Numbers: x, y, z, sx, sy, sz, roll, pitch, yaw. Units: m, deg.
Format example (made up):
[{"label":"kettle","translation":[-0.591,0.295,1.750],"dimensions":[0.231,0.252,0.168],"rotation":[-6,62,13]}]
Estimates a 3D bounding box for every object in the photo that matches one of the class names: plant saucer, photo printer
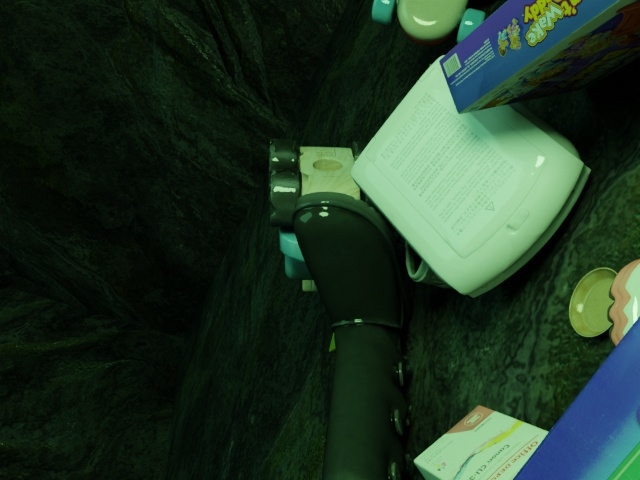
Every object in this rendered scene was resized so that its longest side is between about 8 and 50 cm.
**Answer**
[{"label":"plant saucer","translation":[0.321,0.073,0.769],"dimensions":[0.083,0.015,0.083],"rotation":[-56,22,38]},{"label":"photo printer","translation":[0.209,-0.090,0.959],"dimensions":[0.256,0.107,0.307],"rotation":[-52,49,17]}]

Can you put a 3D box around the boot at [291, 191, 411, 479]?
[{"label":"boot","translation":[0.042,0.200,0.995],"dimensions":[0.146,0.367,0.445],"rotation":[-10,48,26]}]

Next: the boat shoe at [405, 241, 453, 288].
[{"label":"boat shoe","translation":[0.180,-0.080,1.110],"dimensions":[0.118,0.103,0.320],"rotation":[-23,63,51]}]

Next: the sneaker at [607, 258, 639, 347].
[{"label":"sneaker","translation":[0.314,0.141,0.548],"dimensions":[0.136,0.116,0.314],"rotation":[-34,40,57]}]

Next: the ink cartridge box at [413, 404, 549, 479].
[{"label":"ink cartridge box","translation":[0.204,0.261,0.744],"dimensions":[0.115,0.067,0.198],"rotation":[-35,9,-17]}]

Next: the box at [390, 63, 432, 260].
[{"label":"box","translation":[0.190,-0.161,1.349],"dimensions":[0.296,0.073,0.293],"rotation":[-92,26,-49]}]

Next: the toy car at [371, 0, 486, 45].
[{"label":"toy car","translation":[0.248,-0.490,1.408],"dimensions":[0.238,0.219,0.210],"rotation":[19,-89,-78]}]

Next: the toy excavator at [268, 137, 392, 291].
[{"label":"toy excavator","translation":[0.000,0.000,1.400],"dimensions":[0.433,0.222,0.445],"rotation":[-96,9,-60]}]

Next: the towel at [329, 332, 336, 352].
[{"label":"towel","translation":[0.082,0.170,1.404],"dimensions":[0.237,0.021,0.102],"rotation":[-40,28,60]}]

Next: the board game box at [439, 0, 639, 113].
[{"label":"board game box","translation":[0.328,-0.262,0.748],"dimensions":[0.347,0.233,0.078],"rotation":[-32,76,64]}]

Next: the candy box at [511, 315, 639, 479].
[{"label":"candy box","translation":[0.274,0.190,0.403],"dimensions":[0.268,0.122,0.317],"rotation":[44,117,34]}]
